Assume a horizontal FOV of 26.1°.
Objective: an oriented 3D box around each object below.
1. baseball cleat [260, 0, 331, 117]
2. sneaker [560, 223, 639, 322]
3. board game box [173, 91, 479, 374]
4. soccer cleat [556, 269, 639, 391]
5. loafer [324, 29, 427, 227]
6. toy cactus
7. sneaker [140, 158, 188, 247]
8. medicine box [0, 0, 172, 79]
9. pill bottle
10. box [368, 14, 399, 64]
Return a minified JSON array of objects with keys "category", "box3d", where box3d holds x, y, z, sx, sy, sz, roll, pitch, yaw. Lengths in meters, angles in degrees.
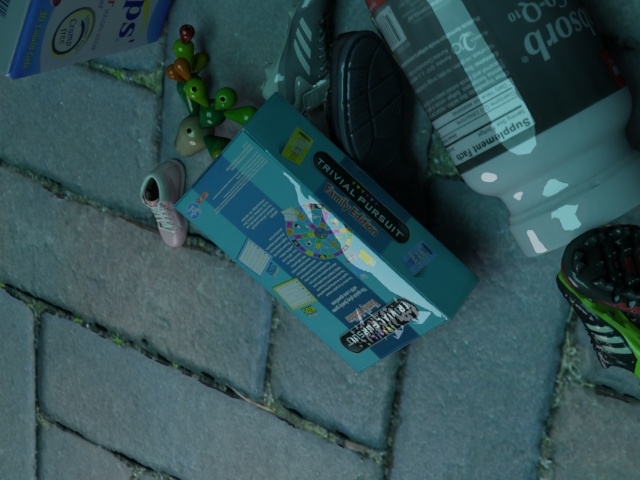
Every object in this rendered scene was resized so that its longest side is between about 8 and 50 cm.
[{"category":"baseball cleat","box3d":[-0.002,-0.248,1.759,0.109,0.072,0.206,31,129,5]},{"category":"sneaker","box3d":[0.354,0.043,1.507,0.135,0.276,0.097,-25,67,54]},{"category":"board game box","box3d":[0.000,0.000,1.738,0.336,0.079,0.254,42,148,-5]},{"category":"soccer cleat","box3d":[0.342,0.109,1.653,0.179,0.060,0.072,44,128,10]},{"category":"loafer","box3d":[0.050,-0.122,1.717,0.095,0.109,0.302,18,135,44]},{"category":"toy cactus","box3d":[-0.150,-0.172,1.879,0.219,0.112,0.180,54,147,3]},{"category":"sneaker","box3d":[-0.229,-0.046,1.986,0.051,0.070,0.134,15,117,28]},{"category":"medicine box","box3d":[-0.310,-0.376,1.771,0.149,0.289,0.263,40,126,19]},{"category":"pill bottle","box3d":[0.216,-0.178,1.531,0.210,0.210,0.363,-28,91,39]},{"category":"box","box3d":[0.133,-0.219,1.669,0.054,0.059,0.169,-34,87,38]}]
